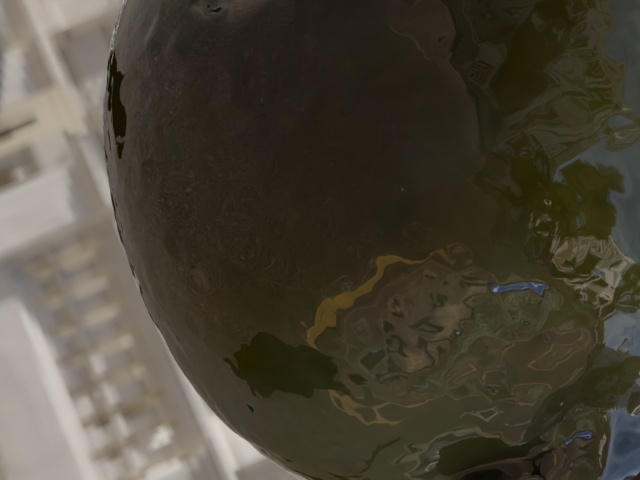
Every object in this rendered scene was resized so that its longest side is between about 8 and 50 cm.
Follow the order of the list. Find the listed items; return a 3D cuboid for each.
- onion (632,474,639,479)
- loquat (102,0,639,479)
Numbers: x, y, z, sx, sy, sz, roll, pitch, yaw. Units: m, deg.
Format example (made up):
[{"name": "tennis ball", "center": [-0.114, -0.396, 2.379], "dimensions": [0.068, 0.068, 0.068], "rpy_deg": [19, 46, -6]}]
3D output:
[{"name": "onion", "center": [0.222, 0.164, 1.009], "dimensions": [0.348, 0.267, 0.159], "rpy_deg": [26, -12, 48]}, {"name": "loquat", "center": [0.029, -0.033, 0.391], "dimensions": [0.152, 0.152, 0.195], "rpy_deg": [74, 4, -53]}]
